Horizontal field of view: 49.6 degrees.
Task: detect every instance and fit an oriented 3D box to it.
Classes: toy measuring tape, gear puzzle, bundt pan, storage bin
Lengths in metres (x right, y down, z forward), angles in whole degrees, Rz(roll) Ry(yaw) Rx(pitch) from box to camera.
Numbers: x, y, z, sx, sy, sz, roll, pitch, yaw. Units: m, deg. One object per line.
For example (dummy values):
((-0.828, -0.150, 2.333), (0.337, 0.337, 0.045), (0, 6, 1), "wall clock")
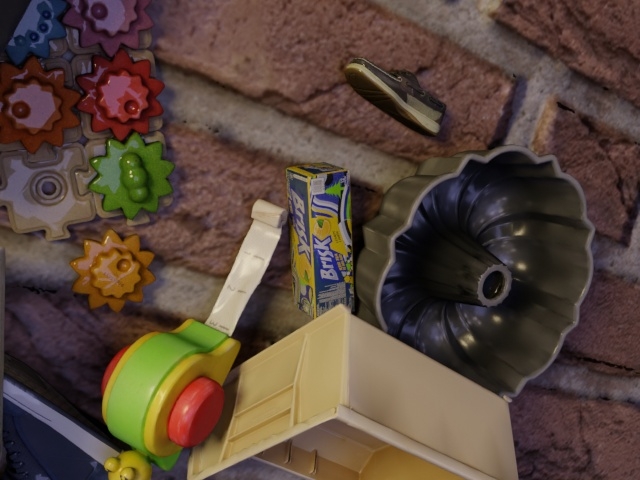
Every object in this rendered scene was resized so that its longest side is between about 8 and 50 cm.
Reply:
((-0.129, 0.094, 0.691), (0.121, 0.121, 0.330), (32, 77, -32), "toy measuring tape")
((-0.223, -0.083, 0.650), (0.175, 0.044, 0.339), (-13, 110, -25), "gear puzzle")
((0.177, 0.037, 0.858), (0.330, 0.124, 0.331), (-8, 108, -25), "bundt pan")
((0.033, 0.218, 0.747), (0.262, 0.123, 0.260), (30, 134, -27), "storage bin")

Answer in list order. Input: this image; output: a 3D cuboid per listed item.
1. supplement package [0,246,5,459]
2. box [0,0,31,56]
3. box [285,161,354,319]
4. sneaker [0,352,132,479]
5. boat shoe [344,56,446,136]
((-0.392, 0.107, 0.515), (0.261, 0.145, 0.204), (4, 103, -11), "supplement package")
((-0.313, -0.199, 0.480), (0.270, 0.143, 0.165), (-62, 150, 0), "box")
((0.000, 0.000, 0.787), (0.054, 0.059, 0.169), (-11, 109, -27), "box")
((-0.304, 0.218, 0.670), (0.163, 0.086, 0.226), (-46, 121, -13), "sneaker")
((0.088, -0.172, 0.793), (0.152, 0.056, 0.049), (28, 85, -41), "boat shoe")
